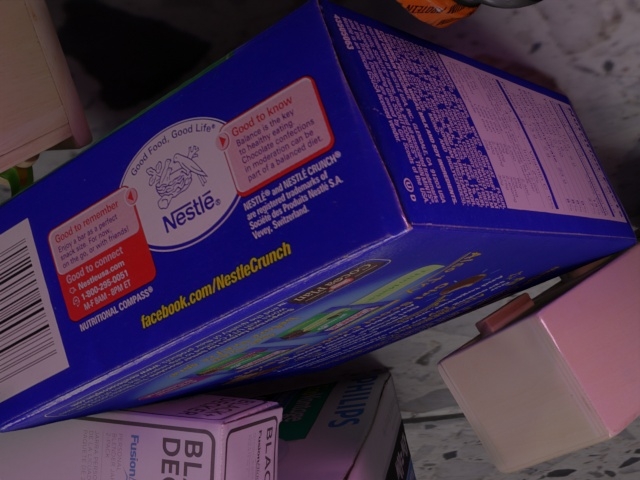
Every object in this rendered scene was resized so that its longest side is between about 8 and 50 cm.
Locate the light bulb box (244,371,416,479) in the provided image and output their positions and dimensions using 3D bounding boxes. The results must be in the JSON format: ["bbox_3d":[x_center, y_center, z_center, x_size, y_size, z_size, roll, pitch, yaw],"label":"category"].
[{"bbox_3d":[-0.101,0.292,0.927,0.361,0.225,0.358,-12,-175,11],"label":"light bulb box"}]

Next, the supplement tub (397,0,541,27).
[{"bbox_3d":[0.106,-0.176,0.434,0.190,0.117,0.117,-27,143,32],"label":"supplement tub"}]

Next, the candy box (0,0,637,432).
[{"bbox_3d":[0.000,0.000,0.611,0.268,0.122,0.317,-27,164,29],"label":"candy box"}]

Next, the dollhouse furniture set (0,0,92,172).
[{"bbox_3d":[-0.318,-0.114,0.512,0.304,0.198,0.286,2,117,37],"label":"dollhouse furniture set"}]

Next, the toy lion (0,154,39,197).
[{"bbox_3d":[-0.227,-0.032,0.640,0.100,0.096,0.034,18,142,-35],"label":"toy lion"}]

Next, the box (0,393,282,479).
[{"bbox_3d":[-0.176,0.178,0.680,0.290,0.169,0.087,3,179,20],"label":"box"}]

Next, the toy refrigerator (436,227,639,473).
[{"bbox_3d":[0.211,0.048,0.720,0.270,0.094,0.102,-27,173,-39],"label":"toy refrigerator"}]
